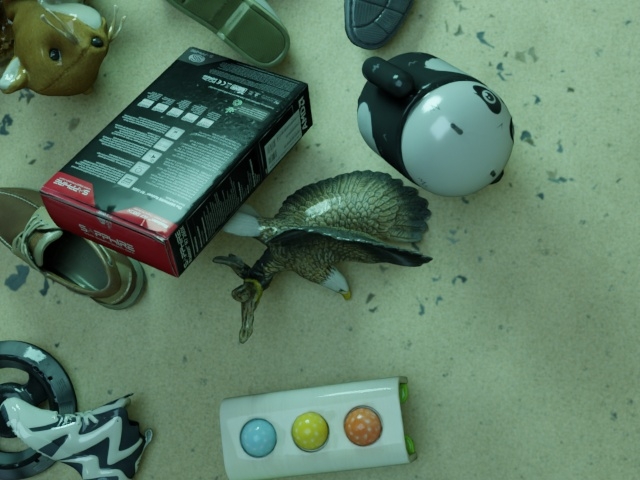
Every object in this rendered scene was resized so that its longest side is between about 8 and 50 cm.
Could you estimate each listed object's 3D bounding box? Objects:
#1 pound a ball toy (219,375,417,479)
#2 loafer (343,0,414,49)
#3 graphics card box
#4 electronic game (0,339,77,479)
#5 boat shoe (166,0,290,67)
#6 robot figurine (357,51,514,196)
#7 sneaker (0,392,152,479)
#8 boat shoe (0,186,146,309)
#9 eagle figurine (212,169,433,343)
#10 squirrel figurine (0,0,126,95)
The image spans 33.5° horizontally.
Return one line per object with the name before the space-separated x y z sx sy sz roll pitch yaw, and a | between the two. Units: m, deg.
pound a ball toy | 0.023 0.315 1.559 0.319 0.136 0.208 -8 81 14
loafer | 0.100 -0.443 1.667 0.109 0.095 0.302 13 91 -14
graphics card box | -0.204 -0.128 1.581 0.233 0.094 0.371 20 54 24
electronic game | -0.509 0.278 1.746 0.229 0.048 0.229 0 89 10
boat shoe | -0.173 -0.389 1.636 0.113 0.103 0.302 -40 115 9
robot figurine | 0.161 -0.173 1.527 0.209 0.278 0.173 -5 116 -22
sneaker | -0.369 0.280 1.670 0.235 0.094 0.153 36 83 -3
boat shoe | -0.432 0.000 1.724 0.324 0.116 0.123 27 90 16
eagle figurine | 0.006 0.005 1.580 0.298 0.225 0.226 -30 63 20
squirrel figurine | -0.488 -0.406 1.746 0.397 0.281 0.370 -11 93 32
